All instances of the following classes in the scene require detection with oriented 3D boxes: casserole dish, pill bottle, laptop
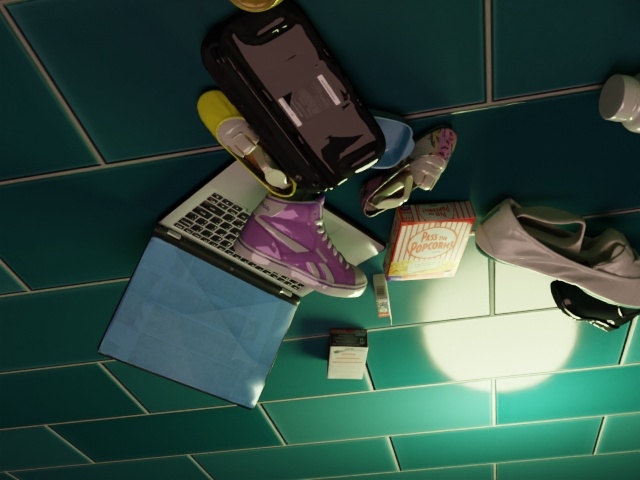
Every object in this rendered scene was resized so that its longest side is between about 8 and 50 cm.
[{"bbox_3d":[0.062,-0.175,1.144,0.188,0.037,0.114,7,141,-12],"label":"casserole dish"},{"bbox_3d":[0.523,-0.208,1.066,0.169,0.094,0.094,6,142,-10],"label":"pill bottle"},{"bbox_3d":[-0.139,0.104,1.337,0.408,0.236,0.382,-32,133,34],"label":"laptop"}]

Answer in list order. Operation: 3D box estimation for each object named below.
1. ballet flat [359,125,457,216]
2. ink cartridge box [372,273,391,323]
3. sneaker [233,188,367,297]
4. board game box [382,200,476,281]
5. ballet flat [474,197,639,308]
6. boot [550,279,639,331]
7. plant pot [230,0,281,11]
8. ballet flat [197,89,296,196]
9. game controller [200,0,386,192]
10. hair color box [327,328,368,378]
[{"bbox_3d":[0.152,-0.107,1.200,0.077,0.079,0.221,28,133,-31],"label":"ballet flat"},{"bbox_3d":[0.136,0.130,1.518,0.029,0.063,0.115,-7,142,6],"label":"ink cartridge box"},{"bbox_3d":[0.000,0.000,1.264,0.282,0.102,0.161,23,105,-33],"label":"sneaker"},{"bbox_3d":[0.208,0.004,1.360,0.146,0.045,0.193,-5,143,-7],"label":"board game box"},{"bbox_3d":[0.493,0.021,1.315,0.400,0.139,0.139,18,139,-7],"label":"ballet flat"},{"bbox_3d":[0.637,0.101,1.468,0.246,0.094,0.207,23,137,-31],"label":"boot"},{"bbox_3d":[-0.082,-0.345,0.874,0.134,0.095,0.134,-1,143,-1],"label":"plant pot"},{"bbox_3d":[-0.109,-0.150,1.128,0.077,0.077,0.231,-34,131,11],"label":"ballet flat"},{"bbox_3d":[-0.033,-0.208,1.050,0.166,0.067,0.319,-31,123,13],"label":"game controller"},{"bbox_3d":[0.065,0.284,1.723,0.093,0.053,0.167,2,143,-2],"label":"hair color box"}]
